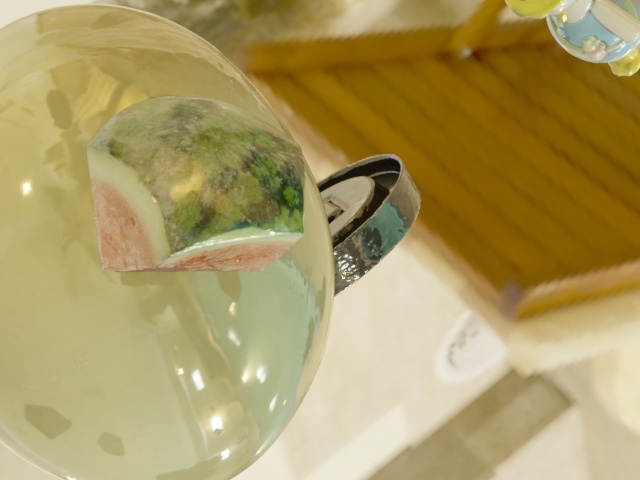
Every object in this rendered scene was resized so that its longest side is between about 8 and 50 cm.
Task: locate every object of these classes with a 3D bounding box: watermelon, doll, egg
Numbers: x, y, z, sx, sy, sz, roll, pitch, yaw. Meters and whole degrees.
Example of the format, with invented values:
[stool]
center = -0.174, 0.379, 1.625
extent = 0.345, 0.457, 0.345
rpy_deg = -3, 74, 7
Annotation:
[watermelon]
center = -0.055, -0.020, 0.711
extent = 0.084, 0.072, 0.092
rpy_deg = 12, -141, -40
[doll]
center = 0.259, -0.249, 1.802
extent = 0.241, 0.099, 0.135
rpy_deg = 23, -138, -48
[egg]
center = -0.105, 0.004, 0.911
extent = 0.219, 0.219, 0.269
rpy_deg = 100, 157, -70

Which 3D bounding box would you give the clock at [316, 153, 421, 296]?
[clock]
center = 0.000, 0.000, 2.160
extent = 0.055, 0.280, 0.280
rpy_deg = 53, 166, -17
